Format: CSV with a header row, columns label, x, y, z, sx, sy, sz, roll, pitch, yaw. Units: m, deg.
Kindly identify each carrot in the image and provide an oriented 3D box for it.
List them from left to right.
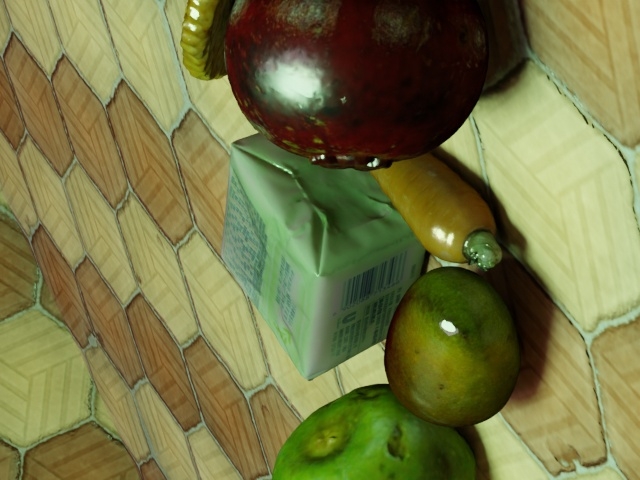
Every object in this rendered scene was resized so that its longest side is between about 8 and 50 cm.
label,x,y,z,sx,sy,sz,roll,pitch,yaw
carrot,0.070,-0.068,1.697,0.336,0.069,0.069,48,153,46

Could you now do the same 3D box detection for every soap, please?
label,x,y,z,sx,sy,sz,roll,pitch,yaw
soap,0.000,0.000,1.831,0.182,0.138,0.199,53,156,26

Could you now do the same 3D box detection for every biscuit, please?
label,x,y,z,sx,sy,sz,roll,pitch,yaw
biscuit,-0.050,-0.248,1.555,0.035,0.254,0.254,29,151,8

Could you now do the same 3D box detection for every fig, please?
label,x,y,z,sx,sy,sz,roll,pitch,yaw
fig,0.086,0.286,1.905,0.275,0.206,0.206,51,167,-27

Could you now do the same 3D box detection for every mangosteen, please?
label,x,y,z,sx,sy,sz,roll,pitch,yaw
mangosteen,0.033,-0.185,1.492,0.215,0.215,0.257,177,100,-68

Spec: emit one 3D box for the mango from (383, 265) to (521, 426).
label,x,y,z,sx,sy,sz,roll,pitch,yaw
mango,0.122,0.099,1.680,0.267,0.111,0.133,106,141,-70
